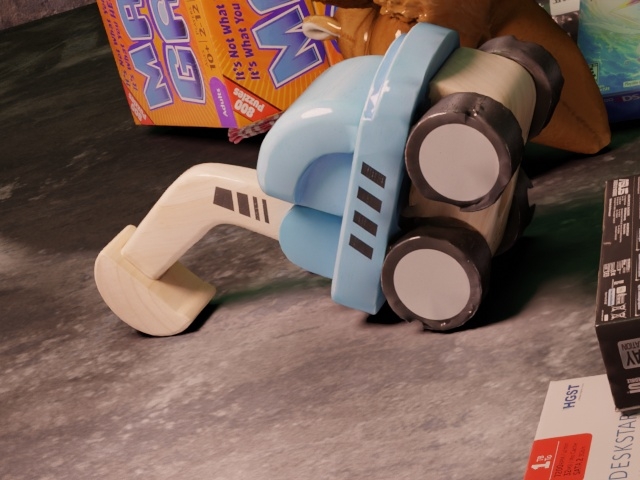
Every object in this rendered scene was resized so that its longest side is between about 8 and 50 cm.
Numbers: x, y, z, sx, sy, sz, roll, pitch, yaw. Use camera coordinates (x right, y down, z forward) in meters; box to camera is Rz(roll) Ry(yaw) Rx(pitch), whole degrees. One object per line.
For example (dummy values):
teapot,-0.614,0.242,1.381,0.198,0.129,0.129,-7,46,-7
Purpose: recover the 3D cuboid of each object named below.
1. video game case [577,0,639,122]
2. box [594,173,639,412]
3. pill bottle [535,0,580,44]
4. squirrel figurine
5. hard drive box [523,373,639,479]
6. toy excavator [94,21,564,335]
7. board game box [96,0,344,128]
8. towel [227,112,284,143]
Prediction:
video game case,0.454,-0.273,1.963,0.270,0.061,0.244,-8,53,23
box,0.344,0.011,1.242,0.242,0.076,0.307,-12,19,16
pill bottle,0.283,-0.272,2.177,0.246,0.130,0.130,-11,22,19
squirrel figurine,0.116,-0.270,1.935,0.281,0.397,0.370,-26,31,-6
hard drive box,0.274,0.166,1.133,0.232,0.089,0.181,-11,21,20
toy excavator,-0.010,-0.050,1.683,0.445,0.433,0.222,19,33,14
board game box,-0.111,-0.397,2.437,0.356,0.356,0.356,-24,16,-28
towel,-0.039,-0.203,2.425,0.197,0.029,0.144,-14,18,12
